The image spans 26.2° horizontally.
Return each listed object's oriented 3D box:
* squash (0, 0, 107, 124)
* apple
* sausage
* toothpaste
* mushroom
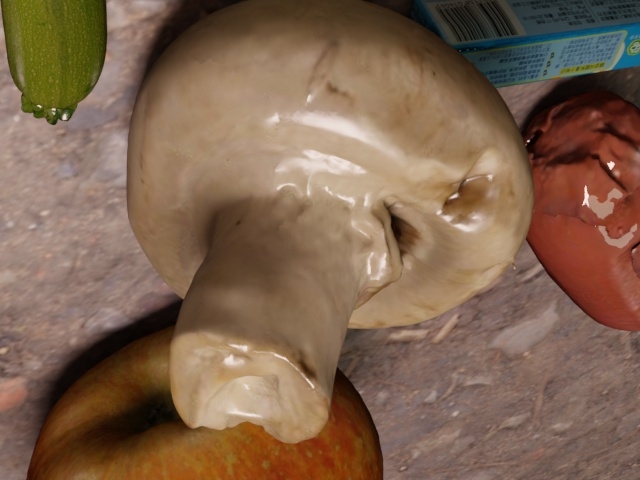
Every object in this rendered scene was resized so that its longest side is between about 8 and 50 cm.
[{"bbox_3d":[-0.163,-0.162,0.821,0.069,0.069,0.258,-17,144,-14],"label":"squash"},{"bbox_3d":[-0.102,0.196,1.145,0.309,0.277,0.250,-31,139,-40],"label":"apple"},{"bbox_3d":[0.253,-0.021,1.195,0.152,0.152,0.280,-33,144,8],"label":"sausage"},{"bbox_3d":[0.194,-0.164,1.050,0.266,0.065,0.050,-11,142,-22],"label":"toothpaste"},{"bbox_3d":[0.000,0.000,0.920,0.292,0.290,0.293,4,143,3],"label":"mushroom"}]
